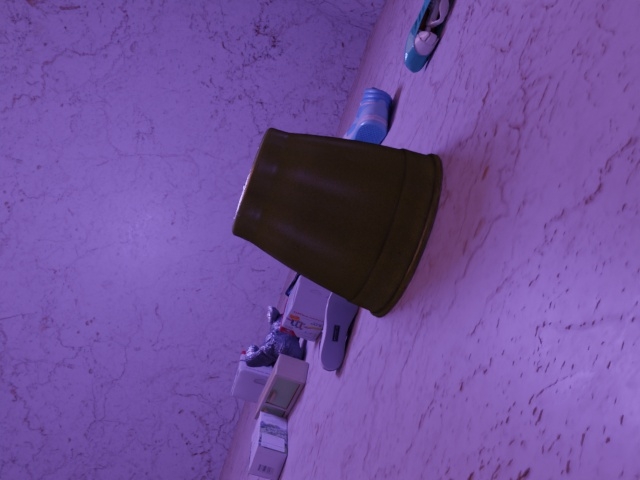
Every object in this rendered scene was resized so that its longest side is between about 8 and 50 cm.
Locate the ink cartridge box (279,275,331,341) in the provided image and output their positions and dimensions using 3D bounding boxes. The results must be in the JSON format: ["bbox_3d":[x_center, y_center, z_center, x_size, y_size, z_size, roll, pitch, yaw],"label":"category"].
[{"bbox_3d":[-0.042,0.220,1.837,0.176,0.128,0.127,117,170,-52],"label":"ink cartridge box"}]

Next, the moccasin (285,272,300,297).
[{"bbox_3d":[-0.049,0.102,2.309,0.138,0.117,0.342,-97,27,-76],"label":"moccasin"}]

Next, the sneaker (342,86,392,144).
[{"bbox_3d":[0.164,-0.417,2.032,0.319,0.127,0.208,-34,38,64],"label":"sneaker"}]

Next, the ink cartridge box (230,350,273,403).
[{"bbox_3d":[-0.233,0.536,2.220,0.273,0.197,0.114,-156,84,-84],"label":"ink cartridge box"}]

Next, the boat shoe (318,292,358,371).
[{"bbox_3d":[0.041,0.211,1.429,0.076,0.080,0.228,138,144,-74],"label":"boat shoe"}]

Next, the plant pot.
[{"bbox_3d":[0.013,-0.068,1.208,0.366,0.353,0.366,-161,90,-84],"label":"plant pot"}]

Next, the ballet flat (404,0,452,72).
[{"bbox_3d":[0.300,-0.590,1.584,0.087,0.083,0.247,-136,63,-68],"label":"ballet flat"}]

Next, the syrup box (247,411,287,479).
[{"bbox_3d":[-0.161,0.633,1.780,0.237,0.093,0.096,-120,49,-82],"label":"syrup box"}]

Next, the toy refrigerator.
[{"bbox_3d":[-0.132,0.501,1.888,0.094,0.102,0.269,-79,11,-50],"label":"toy refrigerator"}]

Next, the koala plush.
[{"bbox_3d":[-0.136,0.354,2.072,0.203,0.196,0.221,-48,20,44],"label":"koala plush"}]
